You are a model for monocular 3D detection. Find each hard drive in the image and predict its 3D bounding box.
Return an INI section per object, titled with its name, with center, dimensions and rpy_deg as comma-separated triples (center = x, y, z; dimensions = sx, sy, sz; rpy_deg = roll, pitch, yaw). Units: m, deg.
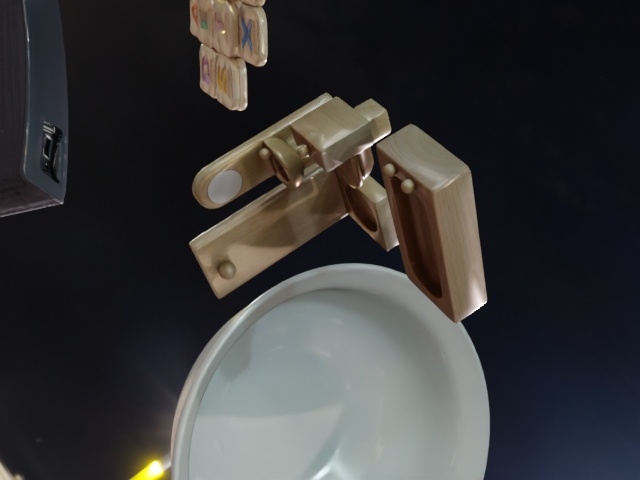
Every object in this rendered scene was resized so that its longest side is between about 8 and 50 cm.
[hard drive]
center = -0.315, -0.139, 0.747
dimensions = 0.054, 0.172, 0.255
rpy_deg = 67, 13, -69

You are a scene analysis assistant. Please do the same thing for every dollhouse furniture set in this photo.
[dollhouse furniture set]
center = 0.000, 0.000, 0.505
dimensions = 0.151, 0.123, 0.144
rpy_deg = 46, -17, 40

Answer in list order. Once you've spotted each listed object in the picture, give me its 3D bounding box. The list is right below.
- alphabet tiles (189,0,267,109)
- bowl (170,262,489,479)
[alphabet tiles]
center = -0.109, -0.288, 0.895
dimensions = 0.278, 0.021, 0.284
rpy_deg = -136, -137, -60
[bowl]
center = -0.008, 0.165, 0.726
dimensions = 0.134, 0.298, 0.298
rpy_deg = 4, -56, 61
